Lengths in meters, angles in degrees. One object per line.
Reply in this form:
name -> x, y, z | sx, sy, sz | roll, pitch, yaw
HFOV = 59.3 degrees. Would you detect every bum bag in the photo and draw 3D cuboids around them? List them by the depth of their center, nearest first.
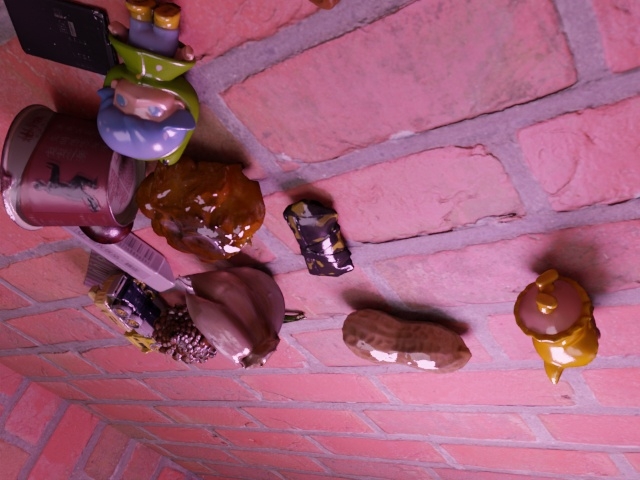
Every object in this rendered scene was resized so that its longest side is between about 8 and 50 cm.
bum bag -> 0.000, 0.000, 1.118 | 0.106, 0.060, 0.232 | -3, 141, 15

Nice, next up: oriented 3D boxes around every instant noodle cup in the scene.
instant noodle cup -> -0.439, -0.122, 1.035 | 0.178, 0.235, 0.235 | 7, 144, 1

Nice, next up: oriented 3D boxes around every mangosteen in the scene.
mangosteen -> -0.455, -0.061, 1.210 | 0.140, 0.140, 0.140 | 13, 144, 9

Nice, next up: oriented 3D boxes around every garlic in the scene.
garlic -> -0.199, 0.170, 1.304 | 0.292, 0.237, 0.210 | 54, 135, 14

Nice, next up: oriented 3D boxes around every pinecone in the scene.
pinecone -> -0.350, 0.251, 1.533 | 0.179, 0.150, 0.195 | -15, 136, 15

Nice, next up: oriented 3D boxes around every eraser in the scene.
eraser -> -0.497, 0.004, 1.357 | 0.089, 0.061, 0.352 | -20, 130, 42

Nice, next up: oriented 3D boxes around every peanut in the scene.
peanut -> 0.196, 0.236, 1.292 | 0.298, 0.120, 0.136 | 11, 168, 10

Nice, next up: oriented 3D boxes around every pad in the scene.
pad -> -0.557, 0.112, 1.574 | 0.202, 0.005, 0.300 | 28, 144, -12

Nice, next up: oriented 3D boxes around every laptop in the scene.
laptop -> -0.418, -0.334, 0.908 | 0.180, 0.016, 0.129 | 17, 144, 6

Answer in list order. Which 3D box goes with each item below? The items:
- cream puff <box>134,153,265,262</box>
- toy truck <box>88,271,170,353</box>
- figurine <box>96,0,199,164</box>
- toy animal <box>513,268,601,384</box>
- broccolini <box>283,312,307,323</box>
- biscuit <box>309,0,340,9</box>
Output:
cream puff -> -0.220, -0.057, 1.063 | 0.268, 0.155, 0.241 | 1, 145, 22
toy truck -> -0.520, 0.203, 1.566 | 0.157, 0.124, 0.272 | -1, 139, 25
figurine -> -0.264, -0.238, 0.872 | 0.162, 0.143, 0.263 | 15, 128, -6
toy animal -> 0.436, 0.151, 1.039 | 0.156, 0.156, 0.230 | -4, 137, 29
broccolini -> -0.128, 0.199, 1.471 | 0.201, 0.058, 0.074 | -12, 151, 15
biscuit -> -0.040, -0.323, 0.564 | 0.186, 0.044, 0.295 | 54, 175, -40
